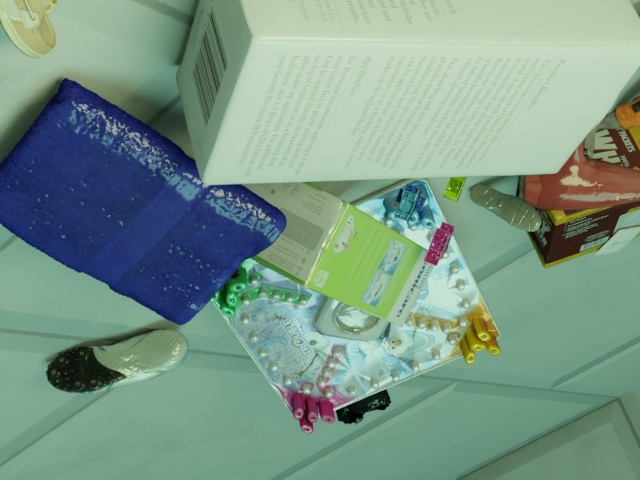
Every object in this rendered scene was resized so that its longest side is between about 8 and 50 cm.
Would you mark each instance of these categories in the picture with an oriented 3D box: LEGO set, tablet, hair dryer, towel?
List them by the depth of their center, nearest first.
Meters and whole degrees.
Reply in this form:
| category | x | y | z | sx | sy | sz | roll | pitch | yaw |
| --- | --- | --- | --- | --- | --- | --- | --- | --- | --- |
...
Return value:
| category | x | y | z | sx | sy | sz | roll | pitch | yaw |
| --- | --- | --- | --- | --- | --- | --- | --- | --- | --- |
| towel | -0.222 | -0.041 | 1.272 | 0.308 | 0.076 | 0.228 | 32 | 124 | -25 |
| LEGO set | 0.162 | -0.088 | 1.452 | 0.093 | 0.087 | 0.227 | -3 | 115 | -79 |
| hair dryer | 0.346 | -0.126 | 1.493 | 0.294 | 0.080 | 0.223 | 31 | 137 | -21 |
| tablet | 0.494 | 0.001 | 1.792 | 0.054 | 0.006 | 0.083 | -9 | 153 | -24 |

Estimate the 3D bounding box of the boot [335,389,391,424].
| category | x | y | z | sx | sy | sz | roll | pitch | yaw |
| --- | --- | --- | --- | --- | --- | --- | --- | --- | --- |
| boot | 0.086 | 0.201 | 1.956 | 0.094 | 0.207 | 0.246 | -1 | 149 | -41 |

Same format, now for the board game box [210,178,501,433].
| category | x | y | z | sx | sy | sz | roll | pitch | yaw |
| --- | --- | --- | --- | --- | --- | --- | --- | --- | --- |
| board game box | 0.061 | 0.122 | 1.759 | 0.390 | 0.050 | 0.390 | -24 | 128 | 8 |

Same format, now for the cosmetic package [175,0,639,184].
| category | x | y | z | sx | sy | sz | roll | pitch | yaw |
| --- | --- | --- | --- | --- | --- | --- | --- | --- | --- |
| cosmetic package | 0.095 | -0.194 | 1.171 | 0.453 | 0.161 | 0.230 | -2 | 147 | -23 |

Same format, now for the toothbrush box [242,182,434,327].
| category | x | y | z | sx | sy | sz | roll | pitch | yaw |
| --- | --- | --- | --- | --- | --- | --- | --- | --- | --- |
| toothbrush box | 0.000 | 0.000 | 1.458 | 0.283 | 0.206 | 0.122 | 24 | 93 | -58 |

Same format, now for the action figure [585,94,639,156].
| category | x | y | z | sx | sy | sz | roll | pitch | yaw |
| --- | --- | --- | --- | --- | --- | --- | --- | --- | --- |
| action figure | 0.494 | -0.244 | 1.498 | 0.341 | 0.178 | 0.330 | 23 | 132 | -16 |

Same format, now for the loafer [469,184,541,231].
| category | x | y | z | sx | sy | sz | roll | pitch | yaw |
| --- | --- | --- | --- | --- | --- | --- | --- | --- | --- |
| loafer | 0.299 | -0.052 | 1.730 | 0.045 | 0.125 | 0.039 | -60 | 159 | 2 |

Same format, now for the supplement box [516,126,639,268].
| category | x | y | z | sx | sy | sz | roll | pitch | yaw |
| --- | --- | --- | --- | --- | --- | --- | --- | --- | --- |
| supplement box | 0.432 | -0.075 | 1.750 | 0.191 | 0.129 | 0.194 | -19 | 155 | -3 |

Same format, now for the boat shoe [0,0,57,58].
| category | x | y | z | sx | sy | sz | roll | pitch | yaw |
| --- | --- | --- | --- | --- | --- | --- | --- | --- | --- |
| boat shoe | -0.269 | -0.229 | 0.990 | 0.059 | 0.063 | 0.170 | -15 | 154 | 1 |

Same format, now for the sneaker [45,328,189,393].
| category | x | y | z | sx | sy | sz | roll | pitch | yaw |
| --- | --- | --- | --- | --- | --- | --- | --- | --- | --- |
| sneaker | -0.335 | 0.207 | 1.804 | 0.237 | 0.085 | 0.086 | -12 | 162 | -10 |
